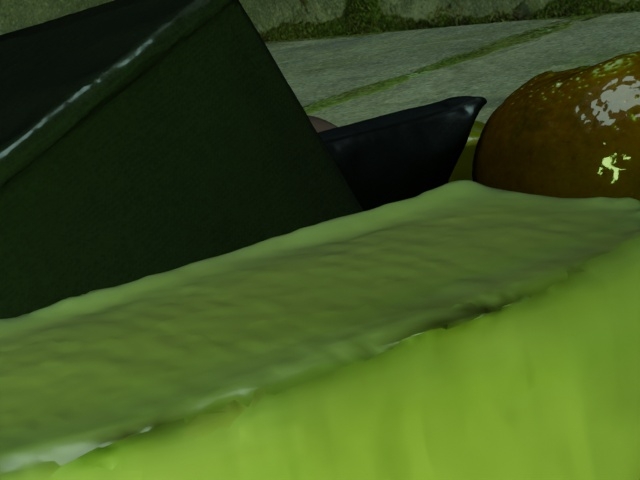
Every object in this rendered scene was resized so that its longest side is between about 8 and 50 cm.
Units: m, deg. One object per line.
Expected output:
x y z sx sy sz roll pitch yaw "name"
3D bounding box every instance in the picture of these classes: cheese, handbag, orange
-0.001 0.140 0.499 0.243 0.265 0.124 -16 17 -27 "cheese"
0.000 0.000 1.370 0.254 0.211 0.088 -16 49 -32 "handbag"
0.205 -0.037 1.353 0.158 0.179 0.237 -35 14 -26 "orange"

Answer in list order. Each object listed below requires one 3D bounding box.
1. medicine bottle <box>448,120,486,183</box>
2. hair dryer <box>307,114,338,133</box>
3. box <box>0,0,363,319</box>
0.119 -0.048 1.611 0.122 0.121 0.212 -11 12 -3 "medicine bottle"
-0.149 -0.010 1.734 0.352 0.125 0.210 -14 9 35 "hair dryer"
-0.168 0.049 0.927 0.251 0.204 0.345 -9 28 47 "box"
